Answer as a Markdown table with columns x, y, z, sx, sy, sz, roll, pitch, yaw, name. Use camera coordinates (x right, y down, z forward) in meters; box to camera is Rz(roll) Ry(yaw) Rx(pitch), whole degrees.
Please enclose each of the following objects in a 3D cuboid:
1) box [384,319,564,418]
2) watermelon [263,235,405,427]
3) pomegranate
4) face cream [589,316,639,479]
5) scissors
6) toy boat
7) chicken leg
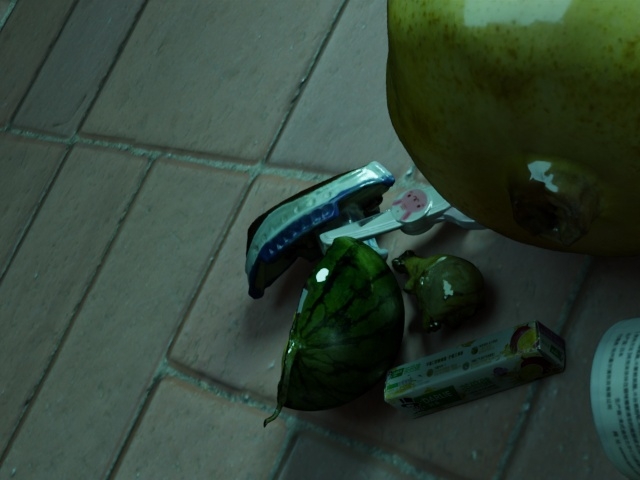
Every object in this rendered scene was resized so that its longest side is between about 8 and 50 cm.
| x | y | z | sx | sy | sz | roll | pitch | yaw | name |
| --- | --- | --- | --- | --- | --- | --- | --- | --- | --- |
| 0.158 | 0.138 | 1.316 | 0.207 | 0.050 | 0.041 | -24 | 45 | 38 | box |
| 0.027 | 0.104 | 1.405 | 0.232 | 0.127 | 0.204 | -45 | -25 | -80 | watermelon |
| 0.246 | -0.168 | 1.146 | 0.417 | 0.417 | 0.416 | -30 | 43 | 33 | pomegranate |
| 0.402 | 0.113 | 0.967 | 0.370 | 0.145 | 0.145 | -11 | 55 | 44 | face cream |
| 0.114 | -0.033 | 1.461 | 0.242 | 0.030 | 0.118 | -20 | 46 | 13 | scissors |
| 0.000 | 0.000 | 1.574 | 0.262 | 0.114 | 0.115 | -27 | 76 | 33 | toy boat |
| 0.125 | 0.051 | 1.417 | 0.093 | 0.070 | 0.178 | -61 | 28 | 5 | chicken leg |
